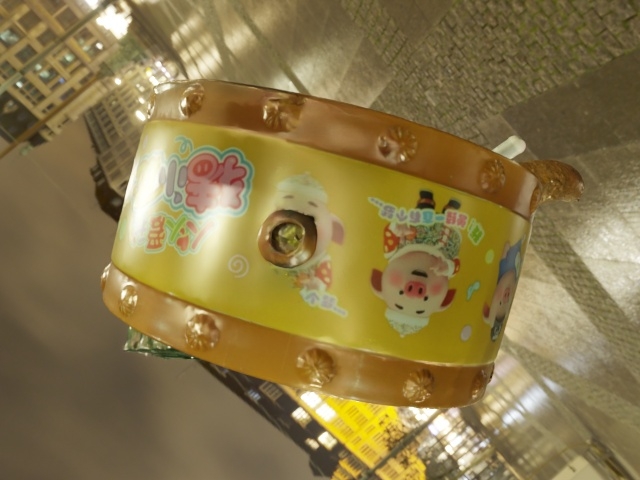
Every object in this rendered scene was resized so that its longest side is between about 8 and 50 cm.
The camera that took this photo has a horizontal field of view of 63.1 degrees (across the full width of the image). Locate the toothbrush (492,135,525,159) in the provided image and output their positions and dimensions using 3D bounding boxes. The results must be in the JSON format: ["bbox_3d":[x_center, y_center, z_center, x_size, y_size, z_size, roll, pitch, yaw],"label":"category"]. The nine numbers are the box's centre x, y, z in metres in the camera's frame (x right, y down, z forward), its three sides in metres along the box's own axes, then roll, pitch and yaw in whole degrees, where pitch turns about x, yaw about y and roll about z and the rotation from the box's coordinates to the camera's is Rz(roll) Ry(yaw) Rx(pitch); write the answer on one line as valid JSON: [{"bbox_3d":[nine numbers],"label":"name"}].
[{"bbox_3d":[0.157,-0.047,0.795,0.030,0.342,0.025,44,-156,-19],"label":"toothbrush"}]

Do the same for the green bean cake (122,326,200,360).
[{"bbox_3d":[-0.283,0.199,1.105,0.193,0.208,0.107,38,-132,-62],"label":"green bean cake"}]

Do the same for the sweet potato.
[{"bbox_3d":[0.301,-0.083,0.880,0.114,0.341,0.092,106,156,-75],"label":"sweet potato"}]

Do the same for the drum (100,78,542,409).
[{"bbox_3d":[0.000,0.000,0.561,0.430,0.214,0.431,15,-178,0],"label":"drum"}]
